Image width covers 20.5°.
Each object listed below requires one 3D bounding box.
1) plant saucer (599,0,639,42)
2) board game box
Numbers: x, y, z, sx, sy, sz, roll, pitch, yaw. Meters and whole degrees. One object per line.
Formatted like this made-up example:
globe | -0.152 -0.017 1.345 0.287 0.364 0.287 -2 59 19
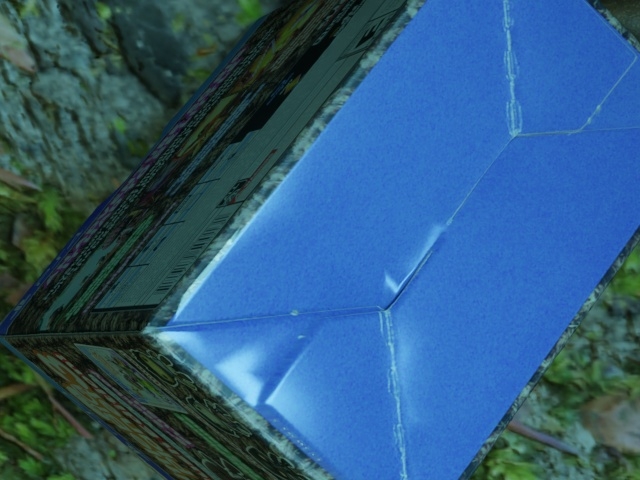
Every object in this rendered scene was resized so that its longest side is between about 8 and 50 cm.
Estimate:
plant saucer | 0.141 -0.141 0.758 0.311 0.050 0.310 12 173 1
board game box | 0.000 0.000 0.826 0.141 0.232 0.291 42 164 -14
